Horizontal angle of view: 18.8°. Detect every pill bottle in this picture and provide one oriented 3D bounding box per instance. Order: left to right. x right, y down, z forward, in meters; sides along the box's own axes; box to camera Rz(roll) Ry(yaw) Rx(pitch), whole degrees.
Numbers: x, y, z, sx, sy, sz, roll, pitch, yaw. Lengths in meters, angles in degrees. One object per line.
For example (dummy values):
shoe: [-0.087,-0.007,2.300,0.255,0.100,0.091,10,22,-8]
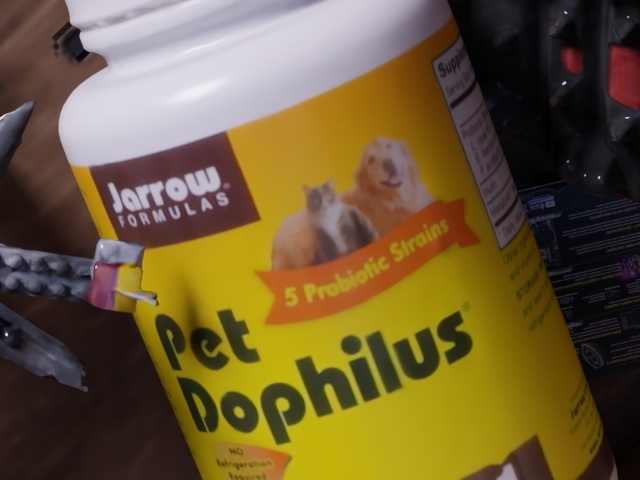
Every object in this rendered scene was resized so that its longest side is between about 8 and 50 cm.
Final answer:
pill bottle: [0.000,0.000,0.560,0.117,0.117,0.215,-22,103,-1]

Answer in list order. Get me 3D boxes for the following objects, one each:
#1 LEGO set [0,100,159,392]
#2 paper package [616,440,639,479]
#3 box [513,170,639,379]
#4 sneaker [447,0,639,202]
LEGO set: [-0.221,0.064,0.512,0.255,0.192,0.331,30,97,-11]
paper package: [0.097,0.214,0.516,0.168,0.309,0.325,42,94,-8]
box: [0.101,0.006,0.623,0.083,0.018,0.067,-14,103,-3]
sneaker: [0.172,-0.063,0.577,0.276,0.135,0.098,12,132,15]
